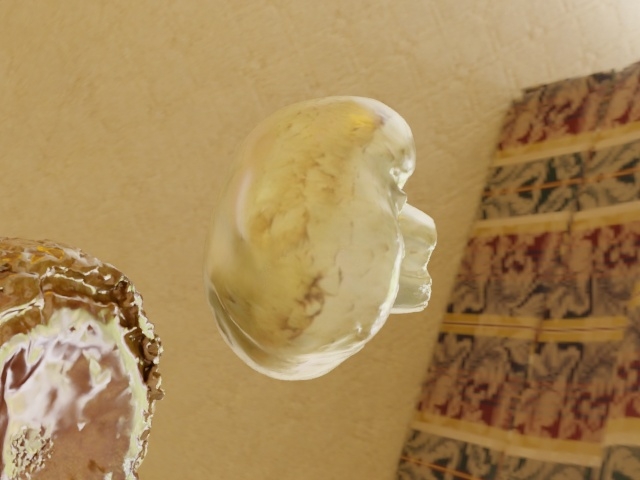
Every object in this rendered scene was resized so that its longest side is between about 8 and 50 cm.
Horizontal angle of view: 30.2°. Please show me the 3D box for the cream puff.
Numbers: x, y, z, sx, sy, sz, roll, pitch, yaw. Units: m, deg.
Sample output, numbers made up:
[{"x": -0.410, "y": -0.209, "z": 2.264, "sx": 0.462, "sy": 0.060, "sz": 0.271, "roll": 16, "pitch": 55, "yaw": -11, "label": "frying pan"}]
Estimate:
[{"x": -0.195, "y": 0.082, "z": 0.605, "sx": 0.183, "sy": 0.169, "sz": 0.183, "roll": -23, "pitch": 117, "yaw": -55, "label": "cream puff"}]

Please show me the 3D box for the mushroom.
[{"x": 0.000, "y": 0.000, "z": 0.582, "sx": 0.112, "sy": 0.148, "sz": 0.148, "roll": 8, "pitch": 84, "yaw": -6, "label": "mushroom"}]
